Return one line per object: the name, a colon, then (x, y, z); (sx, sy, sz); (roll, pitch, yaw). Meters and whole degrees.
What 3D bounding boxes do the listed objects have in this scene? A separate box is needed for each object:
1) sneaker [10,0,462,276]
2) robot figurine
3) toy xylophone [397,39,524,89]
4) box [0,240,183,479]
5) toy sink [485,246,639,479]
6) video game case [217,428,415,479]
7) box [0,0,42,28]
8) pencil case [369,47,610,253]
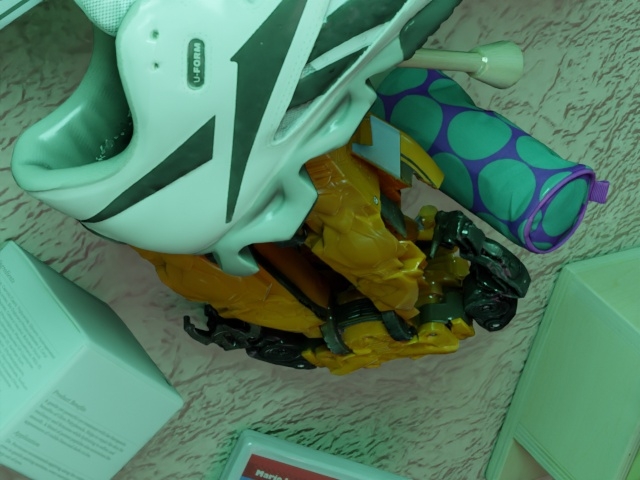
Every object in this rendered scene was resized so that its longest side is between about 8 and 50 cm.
sneaker: (-0.028, -0.125, 0.713); (0.146, 0.122, 0.330); (12, 121, -33)
robot figurine: (0.000, 0.000, 0.987); (0.211, 0.085, 0.291); (-13, 153, 21)
toy xylophone: (0.070, -0.200, 0.873); (0.322, 0.081, 0.236); (6, 121, -48)
box: (-0.154, 0.075, 0.945); (0.087, 0.102, 0.101); (-45, 142, 3)
toy sink: (0.255, 0.135, 1.350); (0.152, 0.131, 0.234); (-11, 131, -35)
video game case: (-0.021, 0.289, 1.233); (0.204, 0.025, 0.285); (20, 108, -19)
box: (-0.206, -0.148, 0.705); (0.290, 0.087, 0.169); (-36, 141, -12)
pencil case: (0.096, -0.054, 1.015); (0.070, 0.151, 0.064); (-22, 137, -36)
